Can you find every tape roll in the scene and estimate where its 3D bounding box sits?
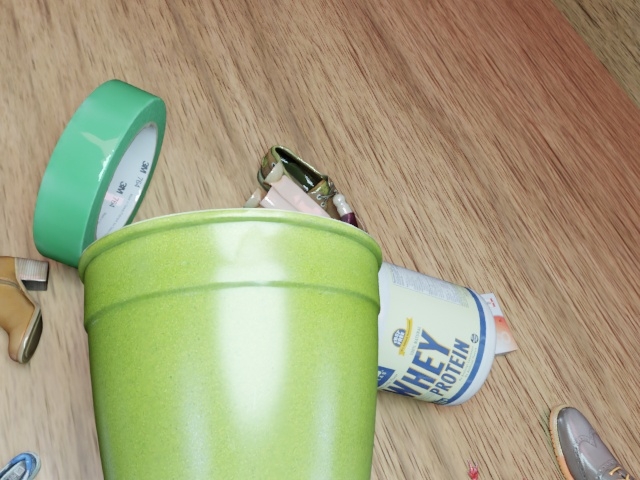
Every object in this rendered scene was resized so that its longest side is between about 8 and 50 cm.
[{"bbox_3d":[-0.363,-0.107,0.846,0.077,0.321,0.321,23,54,-9],"label":"tape roll"}]

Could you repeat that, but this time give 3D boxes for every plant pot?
[{"bbox_3d":[-0.089,0.203,0.563,0.366,0.366,0.353,4,66,-21],"label":"plant pot"}]

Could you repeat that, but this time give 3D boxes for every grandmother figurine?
[{"bbox_3d":[0.000,0.000,1.052,0.342,0.208,0.104,38,8,-8],"label":"grandmother figurine"}]

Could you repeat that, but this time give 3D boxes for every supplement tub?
[{"bbox_3d":[0.133,0.165,0.937,0.325,0.235,0.235,17,55,-16],"label":"supplement tub"}]

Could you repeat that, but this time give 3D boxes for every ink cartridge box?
[{"bbox_3d":[0.349,0.199,1.139,0.179,0.045,0.145,-2,60,-27],"label":"ink cartridge box"}]

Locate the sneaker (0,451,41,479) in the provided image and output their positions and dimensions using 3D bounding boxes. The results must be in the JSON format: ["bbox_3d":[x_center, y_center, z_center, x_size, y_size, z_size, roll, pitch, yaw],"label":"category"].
[{"bbox_3d":[-0.450,0.354,0.685,0.052,0.058,0.135,30,54,-4],"label":"sneaker"}]

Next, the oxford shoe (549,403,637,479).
[{"bbox_3d":[0.608,0.500,1.006,0.130,0.133,0.364,-15,67,-30],"label":"oxford shoe"}]

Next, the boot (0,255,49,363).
[{"bbox_3d":[-0.531,0.111,0.796,0.152,0.073,0.197,3,47,-23],"label":"boot"}]

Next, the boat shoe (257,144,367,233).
[{"bbox_3d":[-0.013,-0.093,1.124,0.307,0.104,0.111,37,53,2],"label":"boat shoe"}]

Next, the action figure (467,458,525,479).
[{"bbox_3d":[0.381,0.500,0.936,0.280,0.091,0.139,16,61,-15],"label":"action figure"}]
